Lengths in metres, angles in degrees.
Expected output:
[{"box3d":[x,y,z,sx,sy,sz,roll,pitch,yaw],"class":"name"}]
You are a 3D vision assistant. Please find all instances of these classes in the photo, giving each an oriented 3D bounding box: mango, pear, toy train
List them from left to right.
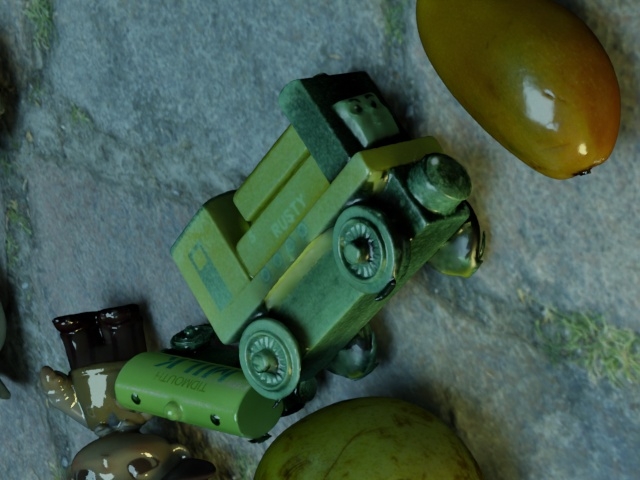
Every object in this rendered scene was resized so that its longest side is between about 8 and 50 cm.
[{"box3d":[-0.131,0.178,1.753,0.253,0.157,0.105,7,116,39],"class":"toy train"},{"box3d":[0.000,0.000,1.551,0.253,0.160,0.397,58,134,19],"class":"toy train"},{"box3d":[0.055,0.305,1.570,0.283,0.283,0.284,20,121,37],"class":"pear"},{"box3d":[0.180,-0.166,1.335,0.253,0.113,0.138,49,139,26],"class":"mango"}]

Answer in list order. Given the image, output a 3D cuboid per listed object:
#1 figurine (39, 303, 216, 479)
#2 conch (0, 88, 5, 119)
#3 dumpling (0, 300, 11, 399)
[{"box3d":[-0.254,0.274,1.888,0.206,0.218,0.365,-136,35,-75],"class":"figurine"},{"box3d":[-0.502,-0.189,1.949,0.291,0.159,0.210,-127,15,-73],"class":"conch"},{"box3d":[-0.559,0.118,2.152,0.227,0.175,0.243,-170,76,-73],"class":"dumpling"}]
